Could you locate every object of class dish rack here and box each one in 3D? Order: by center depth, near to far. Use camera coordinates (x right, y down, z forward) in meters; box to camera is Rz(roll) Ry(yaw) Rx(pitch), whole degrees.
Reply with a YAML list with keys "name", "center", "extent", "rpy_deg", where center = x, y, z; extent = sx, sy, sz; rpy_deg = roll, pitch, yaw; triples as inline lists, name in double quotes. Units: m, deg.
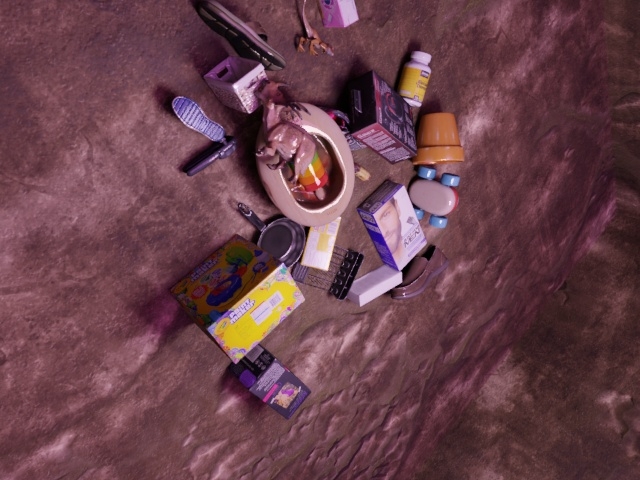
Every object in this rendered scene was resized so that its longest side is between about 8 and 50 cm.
- name: "dish rack"
  center: [0.025, 0.102, 1.907]
  extent: [0.272, 0.074, 0.208]
  rpy_deg: [22, 92, -42]

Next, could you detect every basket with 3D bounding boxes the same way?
- name: "basket"
  center: [-0.228, -0.437, 1.406]
  extent: [0.113, 0.167, 0.103]
  rpy_deg: [-44, 135, -17]

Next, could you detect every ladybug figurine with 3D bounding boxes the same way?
- name: "ladybug figurine"
  center: [-0.059, -0.251, 1.606]
  extent: [0.305, 0.162, 0.449]
  rpy_deg: [-30, 126, -10]

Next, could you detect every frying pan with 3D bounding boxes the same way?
- name: "frying pan"
  center: [-0.187, -0.001, 1.702]
  extent: [0.326, 0.053, 0.197]
  rpy_deg: [17, 97, -41]

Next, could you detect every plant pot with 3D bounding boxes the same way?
- name: "plant pot"
  center: [0.466, -0.404, 1.988]
  extent: [0.205, 0.205, 0.187]
  rpy_deg: [-5, 95, -38]

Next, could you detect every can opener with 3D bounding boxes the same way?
- name: "can opener"
  center: [-0.322, -0.249, 1.478]
  extent: [0.186, 0.059, 0.073]
  rpy_deg: [-40, 130, -20]

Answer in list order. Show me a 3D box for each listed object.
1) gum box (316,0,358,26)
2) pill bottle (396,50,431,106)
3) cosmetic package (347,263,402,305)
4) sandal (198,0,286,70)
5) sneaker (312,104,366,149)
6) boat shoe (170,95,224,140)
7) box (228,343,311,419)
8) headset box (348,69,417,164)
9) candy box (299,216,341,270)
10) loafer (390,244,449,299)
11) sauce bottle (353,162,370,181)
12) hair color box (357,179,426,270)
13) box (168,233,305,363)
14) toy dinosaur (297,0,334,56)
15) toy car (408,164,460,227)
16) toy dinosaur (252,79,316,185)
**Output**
- name: "gum box"
  center: [0.037, -0.756, 1.525]
  extent: [0.062, 0.107, 0.188]
  rpy_deg: [-38, 128, -22]
- name: "pill bottle"
  center: [0.348, -0.598, 1.854]
  extent: [0.103, 0.103, 0.184]
  rpy_deg: [4, 106, -41]
- name: "cosmetic package"
  center: [0.222, 0.185, 2.088]
  extent: [0.239, 0.099, 0.060]
  rpy_deg: [-25, 122, -29]
- name: "sandal"
  center: [-0.202, -0.582, 1.403]
  extent: [0.303, 0.120, 0.086]
  rpy_deg: [33, 72, -42]
- name: "sneaker"
  center: [0.085, -0.377, 1.725]
  extent: [0.299, 0.112, 0.120]
  rpy_deg: [7, 104, -42]
- name: "boat shoe"
  center: [-0.355, -0.342, 1.405]
  extent: [0.066, 0.066, 0.183]
  rpy_deg: [-55, 138, -4]
- name: "box"
  center: [-0.183, 0.515, 1.848]
  extent: [0.143, 0.165, 0.270]
  rpy_deg: [-48, 132, -13]
- name: "headset box"
  center: [0.208, -0.426, 1.729]
  extent: [0.293, 0.110, 0.218]
  rpy_deg: [23, 58, -47]
- name: "candy box"
  center: [0.000, 0.000, 1.821]
  extent: [0.105, 0.027, 0.205]
  rpy_deg: [15, 87, -12]
- name: "loafer"
  center: [0.426, 0.138, 2.238]
  extent: [0.366, 0.134, 0.130]
  rpy_deg: [-35, 105, -35]
- name: "sauce bottle"
  center: [0.135, -0.262, 1.865]
  extent: [0.128, 0.042, 0.042]
  rpy_deg: [26, 91, -41]
- name: "hair color box"
  center: [0.299, -0.057, 2.044]
  extent: [0.185, 0.110, 0.338]
  rpy_deg: [-44, 129, -16]
- name: "box"
  center: [-0.262, 0.171, 1.559]
  extent: [0.290, 0.279, 0.177]
  rpy_deg: [-42, 130, -19]
- name: "toy dinosaur"
  center: [-0.032, -0.644, 1.561]
  extent: [0.211, 0.064, 0.112]
  rpy_deg: [44, 60, -51]
- name: "toy car"
  center: [0.511, -0.193, 2.111]
  extent: [0.238, 0.210, 0.219]
  rpy_deg: [-13, 121, -49]
- name: "toy dinosaur"
  center: [-0.081, -0.288, 1.403]
  extent: [0.200, 0.127, 0.296]
  rpy_deg: [-51, 132, -3]
